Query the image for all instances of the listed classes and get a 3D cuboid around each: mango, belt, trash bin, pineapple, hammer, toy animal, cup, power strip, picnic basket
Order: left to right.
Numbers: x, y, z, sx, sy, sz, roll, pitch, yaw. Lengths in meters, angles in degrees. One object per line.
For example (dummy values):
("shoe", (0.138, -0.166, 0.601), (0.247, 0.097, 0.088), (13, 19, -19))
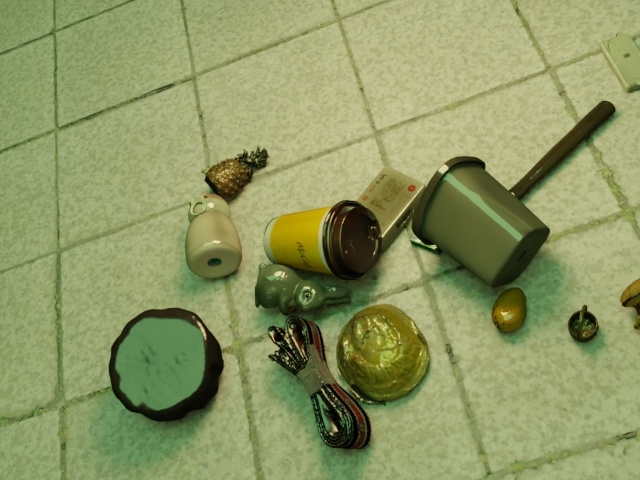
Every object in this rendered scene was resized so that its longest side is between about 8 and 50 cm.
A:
("pineapple", (-0.228, -0.199, 2.285), (0.197, 0.108, 0.108), (-34, 54, -17))
("toy animal", (-0.054, 0.129, 1.999), (0.236, 0.138, 0.108), (6, 28, 27))
("belt", (-0.002, 0.326, 1.858), (0.126, 0.094, 0.359), (-44, 55, 11))
("cup", (0.000, 0.000, 2.003), (0.279, 0.196, 0.196), (0, 58, 40))
("trash bin", (0.376, -0.037, 1.879), (0.250, 0.220, 0.219), (43, 120, 27))
("mango", (0.434, 0.157, 1.845), (0.079, 0.057, 0.114), (9, 60, 33))
("hammer", (0.578, -0.196, 2.023), (0.440, 0.044, 0.168), (-41, 57, -9))
("picnic basket", (0.574, 0.181, 1.762), (0.072, 0.083, 0.072), (-10, 56, 14))
("power strip", (0.805, -0.469, 2.116), (0.081, 0.035, 0.192), (-20, 55, 8))

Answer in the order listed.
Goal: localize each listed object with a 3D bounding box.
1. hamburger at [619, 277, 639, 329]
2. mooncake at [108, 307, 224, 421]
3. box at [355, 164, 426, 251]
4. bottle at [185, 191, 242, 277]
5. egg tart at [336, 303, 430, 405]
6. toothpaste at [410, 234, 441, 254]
("hamburger", (0.777, 0.114, 1.705), (0.262, 0.131, 0.124), (-9, 57, 9))
("mooncake", (-0.377, 0.310, 1.989), (0.283, 0.141, 0.283), (-5, 65, 10))
("box", (0.167, -0.084, 2.090), (0.141, 0.058, 0.201), (29, 73, 32))
("bottle", (-0.295, -0.029, 2.172), (0.147, 0.147, 0.236), (-19, 50, 8))
("egg tart", (0.136, 0.252, 1.874), (0.232, 0.098, 0.252), (-7, 61, 20))
("toothpaste", (0.264, 0.011, 2.018), (0.083, 0.020, 0.017), (23, 67, 30))
